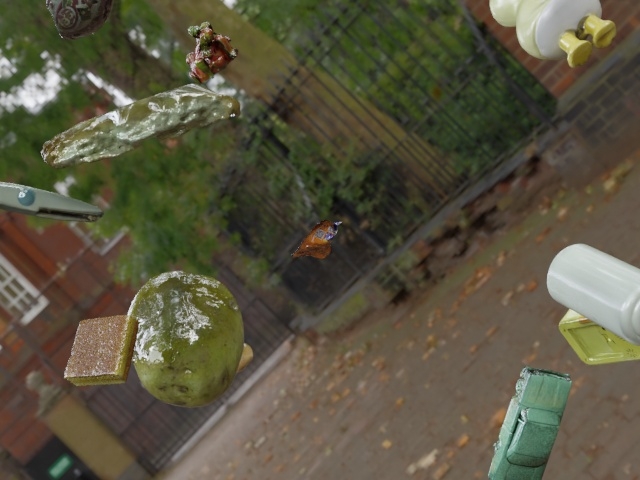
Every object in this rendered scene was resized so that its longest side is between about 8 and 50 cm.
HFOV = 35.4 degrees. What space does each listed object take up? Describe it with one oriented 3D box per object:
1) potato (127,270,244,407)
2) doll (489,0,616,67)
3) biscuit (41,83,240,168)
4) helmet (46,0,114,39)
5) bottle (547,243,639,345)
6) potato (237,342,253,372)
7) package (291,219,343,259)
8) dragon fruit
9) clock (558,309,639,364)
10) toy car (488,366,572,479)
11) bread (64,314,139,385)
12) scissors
[{"bbox_3d":[-0.219,0.149,1.600,0.197,0.148,0.228,-7,45,19],"label":"potato"},{"bbox_3d":[0.375,-0.380,1.680,0.141,0.117,0.296,-41,30,5],"label":"doll"},{"bbox_3d":[-0.309,-0.195,1.706,0.335,0.078,0.329,-22,10,-31],"label":"biscuit"},{"bbox_3d":[-0.463,-0.490,1.989,0.107,0.177,0.153,0,12,16],"label":"helmet"},{"bbox_3d":[0.448,0.087,1.490,0.104,0.104,0.245,-45,30,-5],"label":"bottle"},{"bbox_3d":[-0.166,0.221,1.930,0.083,0.068,0.062,-23,-17,-43],"label":"potato"},{"bbox_3d":[0.000,0.001,1.895,0.077,0.033,0.110,-8,-40,-46],"label":"package"},{"bbox_3d":[-0.243,-0.424,2.258,0.142,0.175,0.138,3,47,25],"label":"dragon fruit"},{"bbox_3d":[0.650,0.198,2.245,0.096,0.143,0.202,-42,12,-30],"label":"clock"},{"bbox_3d":[0.539,0.481,2.541,0.097,0.141,0.320,-116,39,-71],"label":"toy car"},{"bbox_3d":[-0.301,0.154,1.389,0.090,0.035,0.094,-9,53,24],"label":"bread"},{"bbox_3d":[-0.500,-0.068,1.657,0.041,0.289,0.138,-38,48,52],"label":"scissors"}]
